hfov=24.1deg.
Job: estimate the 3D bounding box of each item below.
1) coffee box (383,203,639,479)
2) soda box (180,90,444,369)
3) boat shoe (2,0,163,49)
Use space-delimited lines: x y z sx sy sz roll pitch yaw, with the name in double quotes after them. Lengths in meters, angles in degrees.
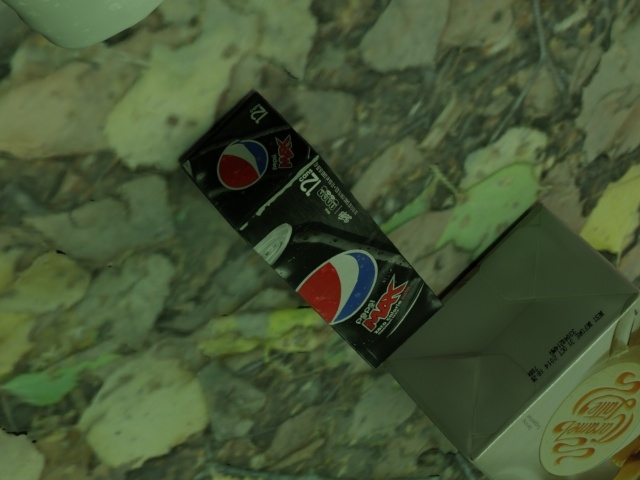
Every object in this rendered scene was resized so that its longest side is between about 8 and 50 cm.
0.161 0.104 0.967 0.141 0.098 0.246 -44 142 0 "coffee box"
0.000 0.000 0.760 0.053 0.060 0.169 -43 142 0 "soda box"
0.029 -0.191 0.494 0.367 0.136 0.156 -46 131 -20 "boat shoe"
